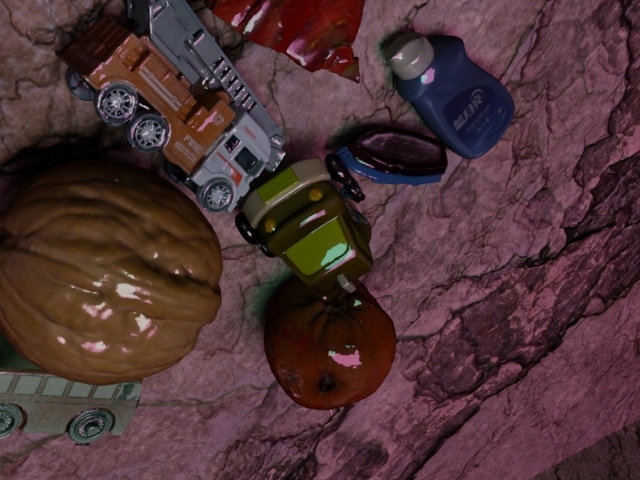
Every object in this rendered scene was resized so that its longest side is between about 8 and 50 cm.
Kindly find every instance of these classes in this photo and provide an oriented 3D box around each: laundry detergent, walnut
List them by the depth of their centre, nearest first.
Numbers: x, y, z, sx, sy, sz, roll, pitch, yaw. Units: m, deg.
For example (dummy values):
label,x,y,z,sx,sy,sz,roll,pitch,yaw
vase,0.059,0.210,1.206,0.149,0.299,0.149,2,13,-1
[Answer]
label,x,y,z,sx,sy,sz,roll,pitch,yaw
walnut,-0.287,0.048,0.994,0.332,0.333,0.333,-18,132,-21
laundry detergent,0.215,-0.256,1.209,0.143,0.094,0.290,-51,135,9

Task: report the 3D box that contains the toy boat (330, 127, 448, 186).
label,x,y,z,sx,sy,sz,roll,pitch,yaw
toy boat,0.119,-0.143,1.252,0.223,0.100,0.097,3,158,-28

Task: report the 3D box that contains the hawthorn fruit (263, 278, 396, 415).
label,x,y,z,sx,sy,sz,roll,pitch,yaw
hawthorn fruit,0.013,0.188,1.337,0.258,0.258,0.262,-21,164,-17

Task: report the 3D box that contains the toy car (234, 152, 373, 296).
label,x,y,z,sx,sy,sz,roll,pitch,yaw
toy car,0.000,0.000,1.163,0.204,0.198,0.248,-33,159,6

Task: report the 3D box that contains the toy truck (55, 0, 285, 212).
label,x,y,z,sx,sy,sz,roll,pitch,yaw
toy truck,-0.177,-0.179,0.994,0.184,0.133,0.338,-48,134,-3

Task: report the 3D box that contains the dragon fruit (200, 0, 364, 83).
label,x,y,z,sx,sy,sz,roll,pitch,yaw
dragon fruit,0.017,-0.342,0.920,0.286,0.228,0.329,-48,133,7

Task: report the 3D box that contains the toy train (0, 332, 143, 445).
label,x,y,z,sx,sy,sz,roll,pitch,yaw
toy train,-0.445,0.232,1.150,0.326,0.129,0.159,15,110,-39
